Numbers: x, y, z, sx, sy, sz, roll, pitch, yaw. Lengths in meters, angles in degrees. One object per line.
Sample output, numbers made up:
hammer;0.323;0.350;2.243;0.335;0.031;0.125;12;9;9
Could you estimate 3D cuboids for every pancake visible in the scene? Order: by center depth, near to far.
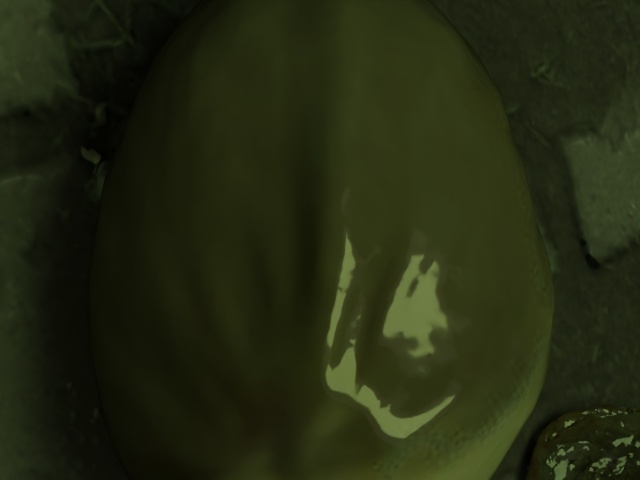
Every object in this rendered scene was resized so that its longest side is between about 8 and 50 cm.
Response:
pancake;0.180;0.161;1.093;0.151;0.025;0.152;4;65;-9

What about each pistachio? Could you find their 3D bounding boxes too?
pistachio;0.000;0.000;0.892;0.226;0.207;0.332;83;4;-60
